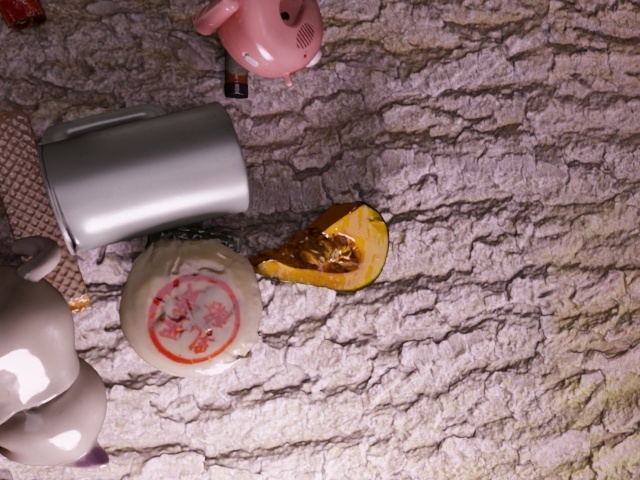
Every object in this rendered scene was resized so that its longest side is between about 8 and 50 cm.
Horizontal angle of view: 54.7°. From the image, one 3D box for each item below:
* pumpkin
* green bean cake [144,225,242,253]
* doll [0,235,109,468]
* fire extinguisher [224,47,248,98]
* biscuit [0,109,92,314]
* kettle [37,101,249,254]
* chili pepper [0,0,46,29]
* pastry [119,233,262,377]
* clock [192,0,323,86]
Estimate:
[{"bbox_3d":[0.000,0.000,1.237,0.281,0.139,0.190,13,90,-20],"label":"pumpkin"},{"bbox_3d":[-0.251,0.061,1.187,0.185,0.094,0.183,10,88,-12],"label":"green bean cake"},{"bbox_3d":[-0.481,0.203,0.989,0.226,0.215,0.370,-21,118,-28],"label":"doll"},{"bbox_3d":[-0.164,-0.374,1.232,0.062,0.050,0.177,1,91,-28],"label":"fire extinguisher"},{"bbox_3d":[-0.512,-0.043,1.106,0.094,0.054,0.378,-18,91,-21],"label":"biscuit"},{"bbox_3d":[-0.312,-0.136,1.085,0.318,0.205,0.265,-18,86,-15],"label":"kettle"},{"bbox_3d":[-0.544,-0.444,1.104,0.070,0.073,0.123,-33,106,-58],"label":"chili pepper"},{"bbox_3d":[-0.222,0.115,1.081,0.265,0.133,0.264,1,87,-12],"label":"pastry"},{"bbox_3d":[-0.085,-0.428,1.181,0.241,0.142,0.227,38,57,-31],"label":"clock"}]
